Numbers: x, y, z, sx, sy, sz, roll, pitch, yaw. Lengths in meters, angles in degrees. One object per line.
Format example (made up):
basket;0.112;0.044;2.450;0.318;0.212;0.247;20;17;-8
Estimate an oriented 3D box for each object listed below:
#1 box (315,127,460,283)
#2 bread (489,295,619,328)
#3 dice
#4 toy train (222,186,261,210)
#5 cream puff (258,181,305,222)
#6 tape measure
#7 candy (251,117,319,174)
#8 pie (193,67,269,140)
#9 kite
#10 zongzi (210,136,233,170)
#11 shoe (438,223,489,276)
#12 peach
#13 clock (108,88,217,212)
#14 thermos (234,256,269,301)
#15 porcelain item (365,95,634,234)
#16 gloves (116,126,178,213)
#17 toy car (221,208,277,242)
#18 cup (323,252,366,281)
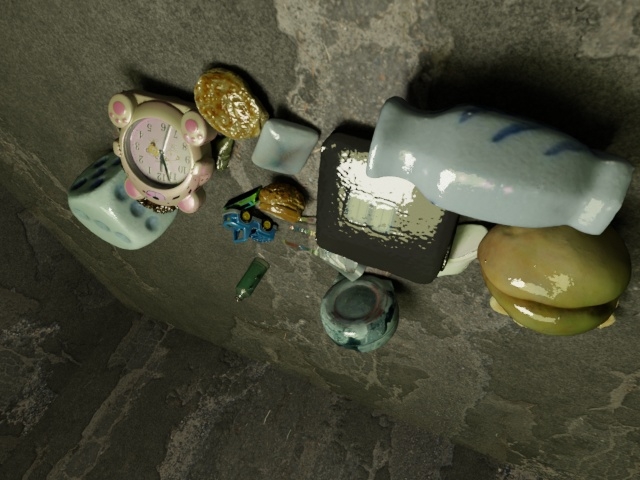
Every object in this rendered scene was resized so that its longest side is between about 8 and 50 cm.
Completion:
box;0.158;-0.079;1.068;0.351;0.091;0.358;18;131;17
bread;0.602;0.155;1.163;0.316;0.054;0.316;20;149;12
dice;-0.685;-0.144;1.554;0.263;0.264;0.268;5;141;34
toy train;-0.245;-0.127;1.437;0.209;0.044;0.042;-13;130;49
cream puff;-0.110;-0.116;1.281;0.144;0.103;0.126;21;175;-18
tape measure;0.135;0.235;1.463;0.257;0.274;0.147;5;138;27
candy;-0.092;-0.233;1.115;0.138;0.071;0.174;12;152;-16
pie;-0.213;-0.332;1.075;0.193;0.078;0.163;41;142;-15
kite;-0.001;0.000;1.354;0.310;0.169;0.015;8;-173;35
zongzi;-0.316;-0.291;1.268;0.154;0.062;0.130;38;130;16
shoe;0.358;0.035;1.164;0.110;0.095;0.265;23;151;-28
peach;0.484;0.059;0.937;0.292;0.247;0.292;46;166;15
clock;-0.430;-0.240;1.217;0.284;0.114;0.309;14;118;5
thermos;-0.276;0.163;1.756;0.083;0.187;0.073;18;149;20
porcelain item;0.298;-0.141;0.785;0.406;0.242;0.178;16;113;10
gloves;-0.519;-0.233;1.392;0.211;0.135;0.312;-1;124;-14
toy car;-0.242;-0.035;1.482;0.191;0.100;0.097;24;160;-34
cup;0.081;0.061;1.411;0.130;0.095;0.128;35;151;-5
